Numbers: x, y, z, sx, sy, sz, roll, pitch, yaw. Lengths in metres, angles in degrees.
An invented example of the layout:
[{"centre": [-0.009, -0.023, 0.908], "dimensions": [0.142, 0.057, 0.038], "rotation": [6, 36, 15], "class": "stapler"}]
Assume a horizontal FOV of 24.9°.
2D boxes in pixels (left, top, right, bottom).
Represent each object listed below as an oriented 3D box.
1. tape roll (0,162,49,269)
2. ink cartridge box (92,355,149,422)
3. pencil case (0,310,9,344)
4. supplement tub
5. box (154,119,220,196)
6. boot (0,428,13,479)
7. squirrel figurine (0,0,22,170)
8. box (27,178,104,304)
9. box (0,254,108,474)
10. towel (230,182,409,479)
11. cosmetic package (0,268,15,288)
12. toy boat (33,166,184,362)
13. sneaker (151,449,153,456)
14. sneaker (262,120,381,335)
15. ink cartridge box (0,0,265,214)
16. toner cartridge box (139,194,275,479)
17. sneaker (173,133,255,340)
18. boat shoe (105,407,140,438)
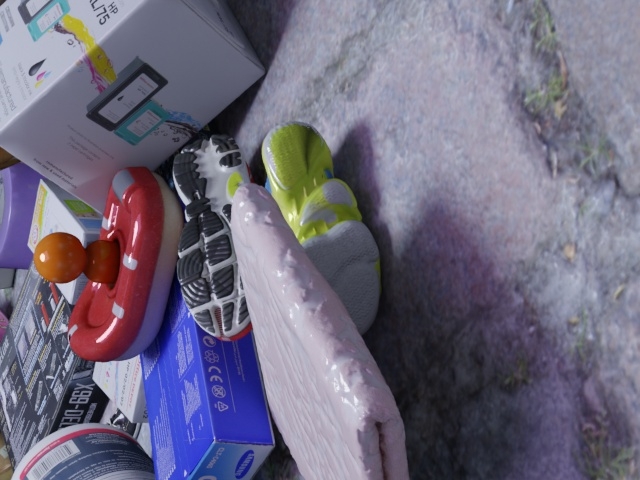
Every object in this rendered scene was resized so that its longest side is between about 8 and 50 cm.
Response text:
[{"centre": [-0.483, -0.049, 2.286], "dimensions": [0.189, 0.080, 0.189], "rotation": [-13, 75, 57], "class": "tape roll"}, {"centre": [-0.223, 0.164, 1.841], "dimensions": [0.181, 0.061, 0.104], "rotation": [32, 113, 55], "class": "ink cartridge box"}, {"centre": [-0.652, 0.205, 2.448], "dimensions": [0.386, 0.167, 0.160], "rotation": [-29, 52, 54], "class": "pencil case"}, {"centre": [-0.250, 0.355, 1.733], "dimensions": [0.272, 0.191, 0.191], "rotation": [36, 117, 55], "class": "supplement tub"}, {"centre": [-0.199, -0.110, 1.843], "dimensions": [0.183, 0.059, 0.233], "rotation": [-61, 38, 35], "class": "box"}, {"centre": [-0.585, 0.260, 2.256], "dimensions": [0.236, 0.089, 0.269], "rotation": [-21, 112, 44], "class": "boot"}, {"centre": [-0.457, -0.301, 2.024], "dimensions": [0.370, 0.281, 0.397], "rotation": [60, 176, -2], "class": "squirrel figurine"}, {"centre": [-0.307, 0.001, 1.952], "dimensions": [0.203, 0.114, 0.103], "rotation": [40, 121, 54], "class": "box"}, {"centre": [-0.386, 0.180, 2.095], "dimensions": [0.307, 0.076, 0.242], "rotation": [-64, 37, 31], "class": "box"}, {"centre": [0.007, 0.154, 1.343], "dimensions": [0.332, 0.053, 0.317], "rotation": [-124, 18, -47], "class": "towel"}, {"centre": [-0.559, 0.036, 2.385], "dimensions": [0.115, 0.041, 0.060], "rotation": [17, 104, 27], "class": "cosmetic package"}, {"centre": [-0.255, 0.027, 1.662], "dimensions": [0.151, 0.151, 0.231], "rotation": [-133, 54, -60], "class": "toy boat"}, {"centre": [-0.180, 0.265, 1.793], "dimensions": [0.083, 0.031, 0.035], "rotation": [29, 97, 52], "class": "sneaker"}, {"centre": [0.000, 0.000, 1.497], "dimensions": [0.126, 0.091, 0.240], "rotation": [104, 153, -70], "class": "sneaker"}, {"centre": [-0.246, -0.216, 1.710], "dimensions": [0.270, 0.197, 0.198], "rotation": [-40, 46, 12], "class": "ink cartridge box"}, {"centre": [-0.144, 0.131, 1.668], "dimensions": [0.165, 0.075, 0.348], "rotation": [-58, 35, 42], "class": "toner cartridge box"}, {"centre": [-0.090, 0.004, 1.597], "dimensions": [0.107, 0.118, 0.279], "rotation": [-18, 47, 12], "class": "sneaker"}, {"centre": [-0.272, 0.257, 1.932], "dimensions": [0.046, 0.038, 0.125], "rotation": [56, 132, 46], "class": "boat shoe"}]
